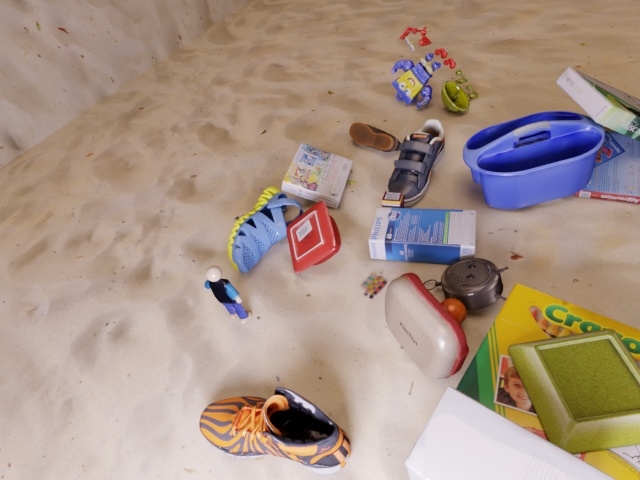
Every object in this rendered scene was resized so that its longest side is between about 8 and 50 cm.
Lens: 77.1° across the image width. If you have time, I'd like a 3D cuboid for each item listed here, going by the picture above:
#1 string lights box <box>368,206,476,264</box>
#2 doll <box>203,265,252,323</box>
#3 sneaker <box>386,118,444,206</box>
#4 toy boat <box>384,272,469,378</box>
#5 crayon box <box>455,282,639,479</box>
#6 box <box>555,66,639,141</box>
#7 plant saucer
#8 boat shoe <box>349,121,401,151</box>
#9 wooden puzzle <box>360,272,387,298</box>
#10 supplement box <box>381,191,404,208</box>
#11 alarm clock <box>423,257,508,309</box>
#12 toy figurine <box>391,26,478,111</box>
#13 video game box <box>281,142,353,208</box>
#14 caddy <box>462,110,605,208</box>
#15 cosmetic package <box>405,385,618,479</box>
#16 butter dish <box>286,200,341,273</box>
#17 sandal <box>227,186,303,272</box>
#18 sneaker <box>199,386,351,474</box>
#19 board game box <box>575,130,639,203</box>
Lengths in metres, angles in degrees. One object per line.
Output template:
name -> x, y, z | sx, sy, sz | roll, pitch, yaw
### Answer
string lights box -> 0.267, -0.015, 1.052 | 0.259, 0.077, 0.133 | 4, 48, 20
doll -> -0.234, 0.131, 0.981 | 0.129, 0.189, 0.046 | 17, 54, 28
sneaker -> 0.291, -0.248, 1.235 | 0.126, 0.127, 0.321 | 15, 55, 26
toy boat -> 0.242, 0.165, 0.854 | 0.151, 0.151, 0.231 | -15, 43, -22
crayon box -> 0.456, 0.278, 0.697 | 0.362, 0.106, 0.313 | 24, 58, 33
box -> 0.837, -0.355, 1.108 | 0.321, 0.058, 0.232 | 12, 44, -16
plant saucer -> 0.434, 0.226, 0.646 | 0.188, 0.045, 0.188 | -11, 44, 5
boat shoe -> 0.191, -0.358, 1.413 | 0.073, 0.073, 0.207 | -5, 34, -46
wooden puzzle -> 0.135, 0.112, 1.019 | 0.049, 0.006, 0.083 | 29, 61, 36
supplement box -> 0.208, -0.093, 1.138 | 0.055, 0.083, 0.043 | 8, 50, 23
alarm clock -> 0.326, 0.096, 0.925 | 0.192, 0.064, 0.129 | -10, 32, 33
toy figurine -> 0.392, -0.597, 1.538 | 0.362, 0.217, 0.191 | 51, 50, -2
video game box -> -0.007, -0.211, 1.294 | 0.187, 0.048, 0.205 | 20, 51, -1
caddy -> 0.563, -0.236, 1.085 | 0.341, 0.179, 0.241 | -15, 43, 9
cosmetic package -> 0.259, 0.366, 0.588 | 0.224, 0.224, 0.138 | 22, 58, 32
butter dish -> 0.000, 0.000, 1.095 | 0.160, 0.118, 0.160 | -35, 55, 33
sandal -> -0.153, -0.036, 1.169 | 0.138, 0.126, 0.317 | 13, 54, 21
sneaker -> -0.105, 0.334, 0.757 | 0.321, 0.180, 0.125 | 1, 48, 17
board game box -> 0.804, -0.213, 1.117 | 0.145, 0.027, 0.281 | 13, 53, 26
